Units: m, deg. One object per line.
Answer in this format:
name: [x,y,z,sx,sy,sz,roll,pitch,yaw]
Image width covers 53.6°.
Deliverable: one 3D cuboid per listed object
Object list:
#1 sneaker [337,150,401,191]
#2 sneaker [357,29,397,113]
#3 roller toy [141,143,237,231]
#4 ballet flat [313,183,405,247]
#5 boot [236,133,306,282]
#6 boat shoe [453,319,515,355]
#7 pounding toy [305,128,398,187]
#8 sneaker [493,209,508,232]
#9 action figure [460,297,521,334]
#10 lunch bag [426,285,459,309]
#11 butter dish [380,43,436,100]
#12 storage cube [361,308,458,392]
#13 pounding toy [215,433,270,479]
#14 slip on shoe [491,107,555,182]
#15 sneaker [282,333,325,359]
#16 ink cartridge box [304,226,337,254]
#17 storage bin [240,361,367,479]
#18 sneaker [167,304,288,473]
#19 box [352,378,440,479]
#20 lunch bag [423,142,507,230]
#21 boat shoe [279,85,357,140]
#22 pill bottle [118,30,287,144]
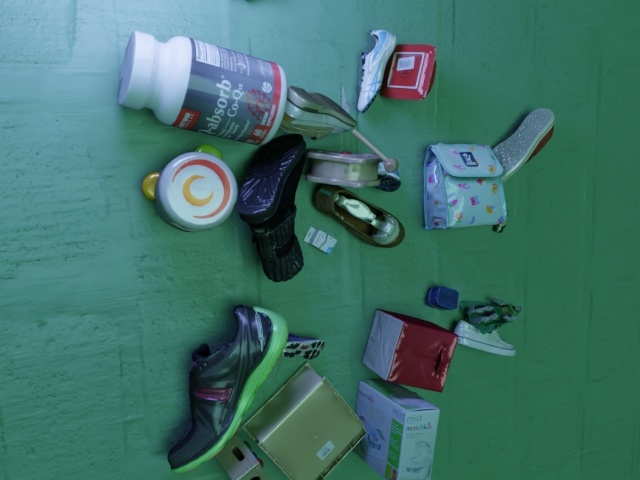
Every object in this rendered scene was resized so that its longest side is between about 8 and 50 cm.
sneaker: [0.135,-0.210,1.835,0.211,0.080,0.081,22,47,-19]
sneaker: [0.144,-0.478,1.794,0.086,0.085,0.237,18,93,-2]
roller toy: [-0.314,-0.115,1.567,0.209,0.146,0.191,-33,100,-21]
ballet flat: [0.136,-0.063,1.820,0.342,0.124,0.116,31,83,-28]
boot: [-0.102,-0.090,1.680,0.260,0.131,0.348,67,35,-43]
boat shoe: [0.554,0.324,2.117,0.267,0.096,0.088,17,87,-23]
pounding toy: [0.088,-0.228,1.704,0.154,0.269,0.155,-35,132,-67]
sneaker: [0.607,-0.064,2.120,0.035,0.031,0.083,27,89,-41]
action figure: [0.589,0.242,2.118,0.232,0.137,0.063,-1,141,-36]
lunch bag: [0.391,0.186,2.024,0.098,0.065,0.067,20,73,-27]
butter dish: [0.274,-0.476,1.832,0.118,0.160,0.160,8,95,-51]
storage cube: [0.263,0.328,1.901,0.193,0.215,0.184,16,91,-22]
pounding toy: [-0.184,0.654,1.730,0.094,0.181,0.206,-36,135,-18]
slip on shoe: [0.647,-0.287,2.060,0.331,0.123,0.101,-46,138,-11]
sneaker: [-0.057,0.293,1.812,0.169,0.071,0.068,16,110,-43]
ink cartridge box: [0.000,0.000,1.813,0.083,0.028,0.048,30,84,-27]
storage bin: [-0.038,0.544,1.825,0.262,0.123,0.260,-43,115,-16]
sneaker: [-0.271,0.384,1.678,0.202,0.185,0.483,31,84,-3]
box: [0.220,0.564,1.882,0.126,0.262,0.231,3,97,-27]
lunch bag: [0.437,-0.169,1.943,0.223,0.160,0.262,-4,90,-20]
boat shoe: [-0.016,-0.327,1.683,0.302,0.113,0.103,4,128,-55]
pill bottle: [-0.280,-0.363,1.512,0.362,0.210,0.210,8,94,-28]
